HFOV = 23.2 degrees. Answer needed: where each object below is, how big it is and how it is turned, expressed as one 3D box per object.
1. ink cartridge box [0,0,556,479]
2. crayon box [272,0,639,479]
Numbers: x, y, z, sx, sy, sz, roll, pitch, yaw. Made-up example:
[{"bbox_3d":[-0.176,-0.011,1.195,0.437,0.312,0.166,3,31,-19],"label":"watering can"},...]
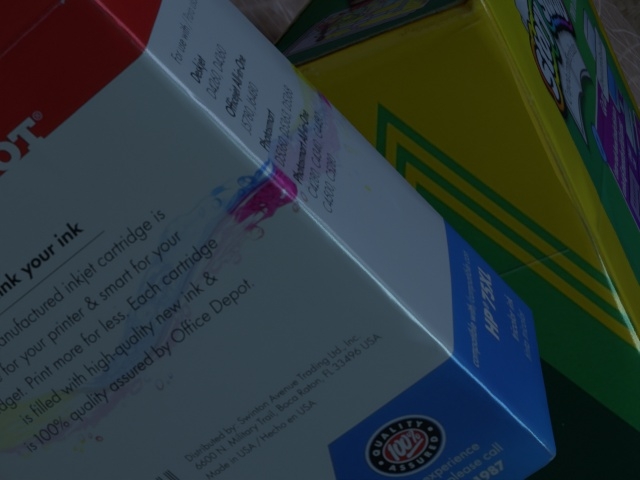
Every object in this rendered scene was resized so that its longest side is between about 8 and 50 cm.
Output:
[{"bbox_3d":[-0.059,0.002,0.434,0.231,0.134,0.078,45,23,-21],"label":"ink cartridge box"},{"bbox_3d":[0.106,0.003,0.731,0.313,0.106,0.363,63,18,-14],"label":"crayon box"}]
